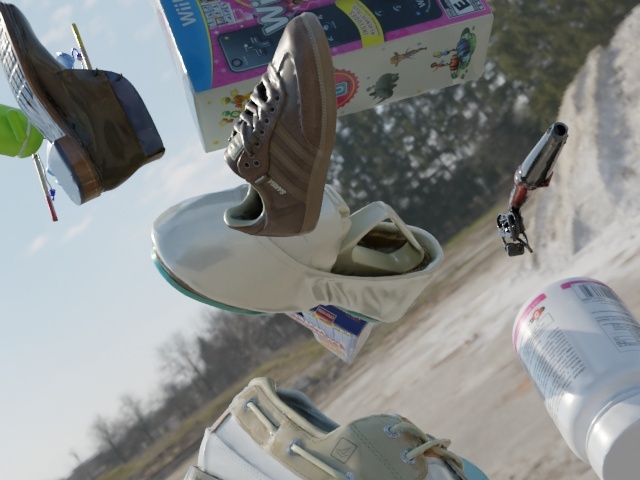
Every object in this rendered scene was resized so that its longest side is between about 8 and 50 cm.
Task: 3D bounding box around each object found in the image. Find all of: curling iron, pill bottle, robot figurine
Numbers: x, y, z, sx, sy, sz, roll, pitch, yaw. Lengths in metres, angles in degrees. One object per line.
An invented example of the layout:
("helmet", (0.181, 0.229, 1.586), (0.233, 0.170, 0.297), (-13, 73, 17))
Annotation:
("curling iron", (0.216, -0.052, 0.964), (0.035, 0.068, 0.274), (-8, -20, -3))
("pill bottle", (0.356, 0.179, 1.192), (0.160, 0.160, 0.283), (-39, 26, 12))
("robot figurine", (-0.423, -0.147, 1.283), (0.115, 0.067, 0.101), (13, -4, -34))

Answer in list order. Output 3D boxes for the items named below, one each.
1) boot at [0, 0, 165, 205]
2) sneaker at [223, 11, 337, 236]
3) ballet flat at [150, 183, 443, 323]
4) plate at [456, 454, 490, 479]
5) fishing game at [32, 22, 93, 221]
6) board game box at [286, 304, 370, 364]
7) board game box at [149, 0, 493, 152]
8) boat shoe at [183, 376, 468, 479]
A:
("boot", (-0.247, -0.152, 0.975), (0.106, 0.219, 0.082), (-26, 1, -27))
("sneaker", (-0.032, -0.072, 0.692), (0.071, 0.066, 0.188), (-7, -48, -14))
("ballet flat", (0.000, 0.000, 0.952), (0.139, 0.139, 0.400), (-39, -27, 22))
("plate", (0.117, 0.324, 1.118), (0.188, 0.188, 0.024), (-37, -42, -13))
("fishing game", (-0.345, -0.163, 1.319), (0.041, 0.189, 0.264), (-4, -39, -33))
("board game box", (0.002, 0.102, 1.382), (0.060, 0.194, 0.194), (-55, -23, -16))
("board game box", (-0.010, -0.239, 0.987), (0.303, 0.224, 0.097), (-18, -29, -9))
("boat shoe", (0.036, 0.157, 0.592), (0.113, 0.302, 0.103), (38, -111, -48))
